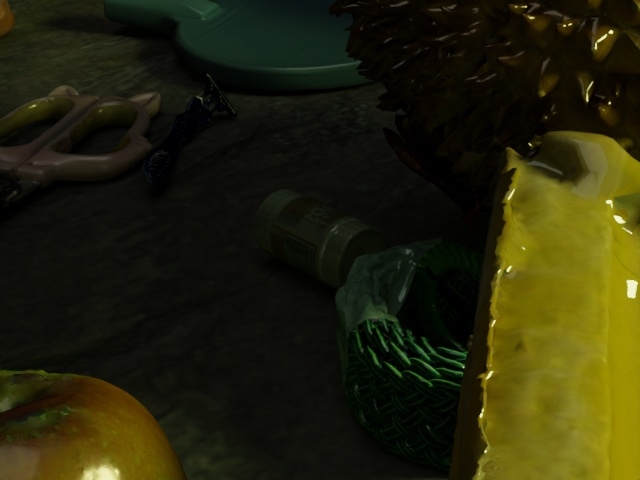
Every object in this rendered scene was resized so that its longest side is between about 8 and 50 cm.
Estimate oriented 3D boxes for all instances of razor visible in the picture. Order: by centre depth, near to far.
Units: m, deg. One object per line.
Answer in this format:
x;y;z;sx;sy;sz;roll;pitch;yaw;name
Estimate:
-0.108;-0.078;0.993;0.028;0.044;0.154;-25;22;30;razor

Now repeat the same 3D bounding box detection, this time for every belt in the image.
0.068;0.048;0.684;0.121;0.079;0.151;-18;31;-21;belt

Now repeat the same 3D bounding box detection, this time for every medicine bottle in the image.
0.000;0.000;0.815;0.047;0.047;0.083;-27;35;-33;medicine bottle

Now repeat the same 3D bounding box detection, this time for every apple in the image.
-0.120;0.122;0.517;0.146;0.147;0.163;-3;28;2;apple

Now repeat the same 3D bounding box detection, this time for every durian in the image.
0.175;-0.143;0.731;0.348;0.347;0.384;1;26;12;durian

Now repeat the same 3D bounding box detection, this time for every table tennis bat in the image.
-0.053;-0.197;1.182;0.329;0.044;0.215;12;35;25;table tennis bat

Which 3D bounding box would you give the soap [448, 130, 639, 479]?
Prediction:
0.185;0.115;0.436;0.293;0.156;0.335;10;34;4;soap

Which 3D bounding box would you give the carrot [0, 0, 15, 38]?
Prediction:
-0.367;-0.193;1.211;0.060;0.060;0.186;19;35;36;carrot

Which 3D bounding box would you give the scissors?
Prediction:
-0.228;-0.046;0.958;0.160;0.024;0.317;7;31;18;scissors
